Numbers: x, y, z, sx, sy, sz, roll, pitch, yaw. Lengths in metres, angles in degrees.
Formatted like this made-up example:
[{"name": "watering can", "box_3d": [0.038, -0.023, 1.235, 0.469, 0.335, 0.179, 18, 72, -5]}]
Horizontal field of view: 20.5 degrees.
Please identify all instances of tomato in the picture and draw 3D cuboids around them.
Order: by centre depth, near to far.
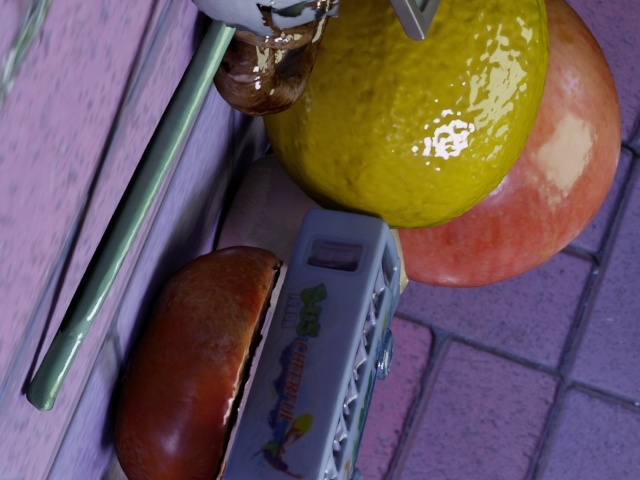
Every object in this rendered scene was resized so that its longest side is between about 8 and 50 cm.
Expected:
[{"name": "tomato", "box_3d": [-0.105, 0.113, 1.435, 0.237, 0.095, 0.237, 16, 90, -87]}]

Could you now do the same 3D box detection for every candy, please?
[{"name": "candy", "box_3d": [-0.067, -0.100, 1.016, 0.440, 0.119, 0.119, -64, 177, 6]}]

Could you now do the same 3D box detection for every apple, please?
[{"name": "apple", "box_3d": [0.152, -0.139, 1.954, 0.364, 0.363, 0.364, 19, 90, -86]}]

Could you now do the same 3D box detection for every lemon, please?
[{"name": "lemon", "box_3d": [0.075, -0.154, 1.527, 0.245, 0.245, 0.320, -58, 168, -73]}]

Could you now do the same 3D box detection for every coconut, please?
[{"name": "coconut", "box_3d": [0.000, 0.000, 1.674, 0.171, 0.182, 0.171, 22, 90, -89]}]

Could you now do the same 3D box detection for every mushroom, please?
[{"name": "mushroom", "box_3d": [-0.038, -0.149, 1.186, 0.170, 0.080, 0.135, -45, 142, -80]}]

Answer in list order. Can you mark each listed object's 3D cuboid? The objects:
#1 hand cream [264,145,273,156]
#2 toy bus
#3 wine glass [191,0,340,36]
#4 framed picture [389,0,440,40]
[{"name": "hand cream", "box_3d": [0.023, -0.194, 1.693, 0.076, 0.121, 0.336, -17, 132, -42]}, {"name": "toy bus", "box_3d": [-0.008, 0.118, 1.443, 0.136, 0.109, 0.330, 88, 13, -46]}, {"name": "wine glass", "box_3d": [-0.013, -0.217, 0.782, 0.321, 0.143, 0.143, 106, 4, -68]}, {"name": "framed picture", "box_3d": [0.068, -0.320, 1.361, 0.213, 0.016, 0.289, 60, 35, -31]}]
